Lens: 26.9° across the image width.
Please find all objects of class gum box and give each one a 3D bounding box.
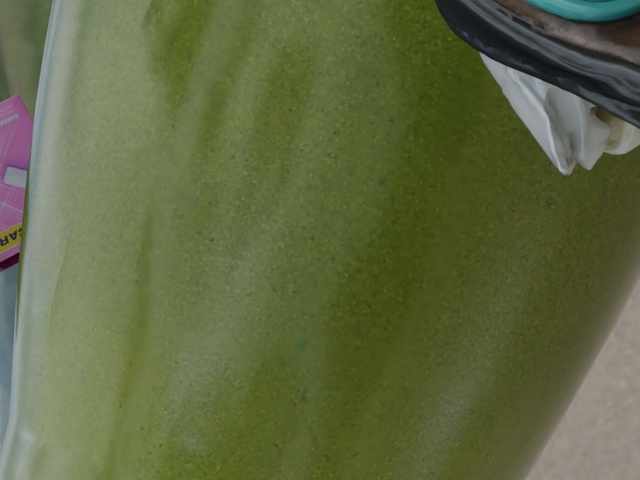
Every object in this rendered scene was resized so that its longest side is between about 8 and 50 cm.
[{"bbox_3d":[-0.283,-0.016,0.994,0.107,0.188,0.062,60,160,2],"label":"gum box"}]

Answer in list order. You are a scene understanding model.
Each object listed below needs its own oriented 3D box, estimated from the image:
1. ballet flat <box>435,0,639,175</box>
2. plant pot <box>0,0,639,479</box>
[{"bbox_3d":[0.104,-0.047,0.362,0.280,0.095,0.096,41,151,35],"label":"ballet flat"},{"bbox_3d":[0.000,0.000,0.679,0.366,0.366,0.353,176,113,-78],"label":"plant pot"}]
